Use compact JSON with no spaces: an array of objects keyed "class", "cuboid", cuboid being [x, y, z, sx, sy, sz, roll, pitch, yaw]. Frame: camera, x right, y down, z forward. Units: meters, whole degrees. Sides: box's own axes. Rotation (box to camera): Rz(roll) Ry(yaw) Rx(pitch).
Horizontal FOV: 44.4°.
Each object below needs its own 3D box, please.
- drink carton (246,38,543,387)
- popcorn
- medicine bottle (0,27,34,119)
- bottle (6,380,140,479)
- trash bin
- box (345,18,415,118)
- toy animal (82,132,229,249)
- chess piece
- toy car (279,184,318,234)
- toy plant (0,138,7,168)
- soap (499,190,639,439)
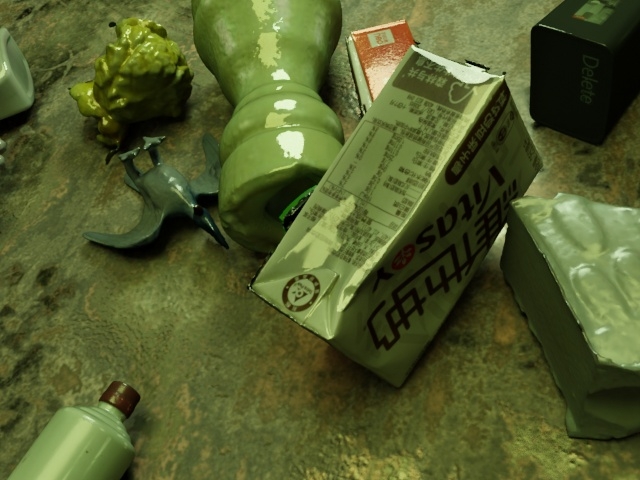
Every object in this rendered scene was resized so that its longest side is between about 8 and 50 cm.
[{"class":"drink carton","cuboid":[0.097,-0.022,0.861,0.132,0.194,0.324,30,84,37]},{"class":"popcorn","cuboid":[-0.298,-0.243,1.225,0.195,0.168,0.173,-31,88,3]},{"class":"medicine bottle","cuboid":[-0.670,-0.243,1.351,0.325,0.124,0.179,-22,50,-1]},{"class":"bottle","cuboid":[-0.281,0.263,0.857,0.104,0.104,0.245,18,60,27]},{"class":"trash bin","cuboid":[0.393,-0.270,1.058,0.115,0.165,0.225,30,63,33]},{"class":"box","cuboid":[0.100,-0.197,1.096,0.099,0.133,0.182,-14,52,3]},{"class":"toy animal","cuboid":[-0.220,-0.058,1.115,0.239,0.176,0.255,-35,18,-17]},{"class":"chess piece","cuboid":[-0.064,-0.203,1.104,0.234,0.234,0.441,-12,56,6]},{"class":"toy car","cuboid":[0.000,0.000,0.949,0.071,0.165,0.062,-43,48,-12]},{"class":"toy plant","cuboid":[-0.591,-0.064,1.194,0.233,0.112,0.243,-21,44,5]},{"class":"soap","cuboid":[0.366,0.039,0.830,0.303,0.158,0.257,-17,48,0]}]
